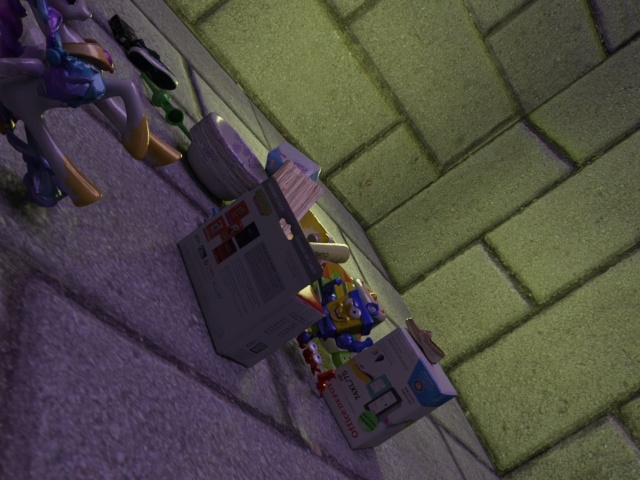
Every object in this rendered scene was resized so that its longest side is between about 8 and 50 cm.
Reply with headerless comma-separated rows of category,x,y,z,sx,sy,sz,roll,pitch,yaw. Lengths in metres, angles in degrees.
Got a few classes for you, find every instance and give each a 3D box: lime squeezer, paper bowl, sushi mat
lime squeezer,-0.470,-0.398,2.015,0.310,0.059,0.110,52,-20,-3
paper bowl,-0.290,-0.234,1.969,0.284,0.148,0.284,51,11,-14
sushi mat,-0.122,-0.099,1.882,0.151,0.019,0.316,40,53,-3

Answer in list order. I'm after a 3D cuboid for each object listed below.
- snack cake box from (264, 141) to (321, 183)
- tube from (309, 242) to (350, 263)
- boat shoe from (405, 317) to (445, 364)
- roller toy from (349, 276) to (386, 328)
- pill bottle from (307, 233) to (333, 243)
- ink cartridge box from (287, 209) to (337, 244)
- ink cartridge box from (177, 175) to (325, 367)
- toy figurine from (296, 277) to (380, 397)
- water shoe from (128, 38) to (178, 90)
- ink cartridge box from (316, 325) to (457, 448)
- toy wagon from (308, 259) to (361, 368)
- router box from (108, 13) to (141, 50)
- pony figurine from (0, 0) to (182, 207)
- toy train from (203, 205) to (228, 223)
snack cake box,-0.105,-0.173,2.123,0.152,0.089,0.264,40,-35,16
tube,-0.012,0.037,1.896,0.062,0.070,0.240,23,12,40
boat shoe,0.269,0.250,1.671,0.135,0.045,0.050,55,11,6
roller toy,0.144,0.240,2.397,0.191,0.146,0.209,53,10,-12
pill bottle,0.000,0.000,1.962,0.083,0.043,0.043,-1,52,-47
ink cartridge box,-0.052,0.057,1.953,0.307,0.072,0.303,49,37,-7
ink cartridge box,-0.126,0.061,1.390,0.130,0.272,0.309,41,17,-52
toy figurine,0.039,0.193,1.670,0.191,0.217,0.362,85,-15,-52
water shoe,-0.534,-0.576,2.132,0.203,0.073,0.080,42,44,-47
ink cartridge box,0.174,0.386,1.697,0.198,0.270,0.197,59,12,24
toy wagon,0.047,0.231,1.879,0.267,0.068,0.344,16,58,-59
router box,-0.637,-0.671,2.137,0.092,0.038,0.122,39,19,-55
pony figurine,-0.423,-0.228,0.958,0.302,0.351,0.363,-97,169,-63
toy train,-0.221,-0.023,1.706,0.184,0.105,0.080,45,13,-43
